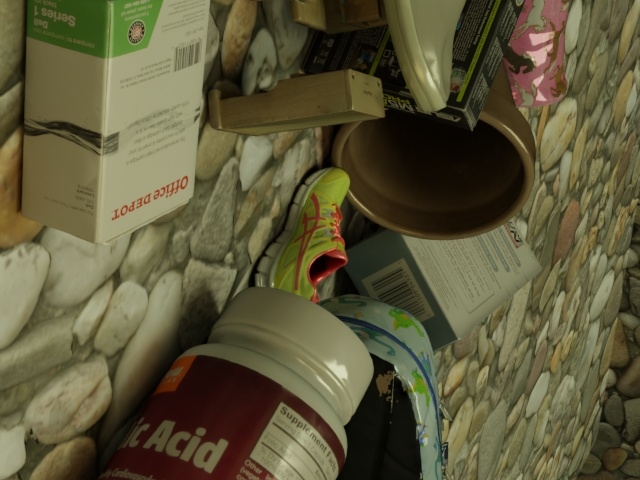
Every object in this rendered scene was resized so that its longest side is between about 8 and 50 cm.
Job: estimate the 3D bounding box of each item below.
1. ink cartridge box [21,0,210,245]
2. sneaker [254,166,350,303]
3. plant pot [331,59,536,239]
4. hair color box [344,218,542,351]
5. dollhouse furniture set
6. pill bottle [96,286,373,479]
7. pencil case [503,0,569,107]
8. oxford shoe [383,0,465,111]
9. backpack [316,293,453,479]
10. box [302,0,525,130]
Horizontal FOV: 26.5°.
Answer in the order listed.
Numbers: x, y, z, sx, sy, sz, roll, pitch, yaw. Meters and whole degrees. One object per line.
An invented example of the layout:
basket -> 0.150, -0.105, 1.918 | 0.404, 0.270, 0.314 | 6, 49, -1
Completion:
ink cartridge box -> -0.180, -0.127, 1.200 | 0.160, 0.093, 0.219 | -32, 135, -57
sneaker -> 0.000, 0.000, 1.715 | 0.208, 0.094, 0.081 | -64, 155, -24
plant pot -> 0.158, -0.166, 1.818 | 0.263, 0.263, 0.229 | 82, 14, -47
hair color box -> 0.189, 0.033, 2.038 | 0.185, 0.114, 0.374 | 61, 31, 0
dollhouse furniture set -> -0.033, -0.244, 1.462 | 0.212, 0.161, 0.242 | 1, 83, -67
pill bottle -> -0.108, 0.255, 1.479 | 0.392, 0.224, 0.224 | -59, 154, -31
pencil case -> 0.326, -0.395, 2.108 | 0.160, 0.167, 0.386 | -99, -169, -58
oxford shoe -> 0.137, -0.363, 1.535 | 0.169, 0.130, 0.449 | 54, 35, -67
backpack -> 0.037, 0.248, 1.791 | 0.273, 0.290, 0.355 | -62, 150, -46
box -> 0.128, -0.286, 1.641 | 0.270, 0.216, 0.060 | -68, 158, -13
